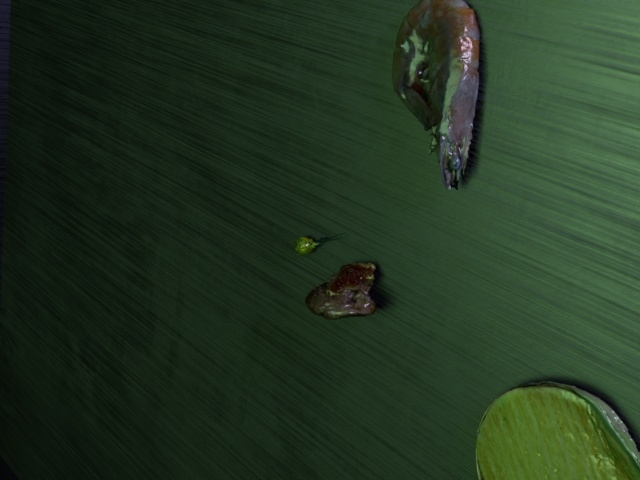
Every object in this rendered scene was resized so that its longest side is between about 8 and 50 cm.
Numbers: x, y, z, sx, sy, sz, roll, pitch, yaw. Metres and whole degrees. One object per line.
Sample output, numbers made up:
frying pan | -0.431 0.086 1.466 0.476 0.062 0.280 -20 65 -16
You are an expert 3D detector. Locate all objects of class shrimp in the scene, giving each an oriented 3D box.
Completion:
shrimp | 0.183 -0.239 1.136 0.164 0.062 0.317 1 95 47

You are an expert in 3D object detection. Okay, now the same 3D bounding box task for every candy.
candy | 0.000 0.000 1.372 0.122 0.035 0.035 -17 69 36

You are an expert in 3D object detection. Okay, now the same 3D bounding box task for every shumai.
shumai | 0.035 0.097 1.299 0.139 0.123 0.105 -25 70 56

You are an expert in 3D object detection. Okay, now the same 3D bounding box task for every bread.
bread | 0.371 0.365 1.088 0.301 0.045 0.302 9 103 43
